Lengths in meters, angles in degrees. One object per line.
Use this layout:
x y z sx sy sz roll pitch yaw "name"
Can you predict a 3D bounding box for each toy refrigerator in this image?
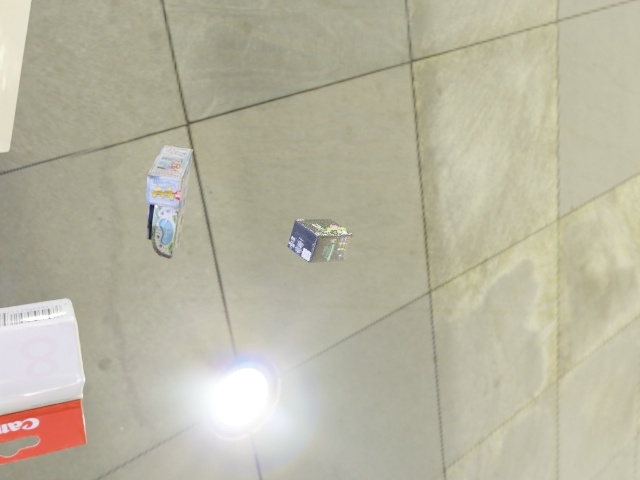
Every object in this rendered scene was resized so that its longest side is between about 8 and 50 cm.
-0.536 -0.281 1.075 0.094 0.102 0.270 -20 130 -61 "toy refrigerator"

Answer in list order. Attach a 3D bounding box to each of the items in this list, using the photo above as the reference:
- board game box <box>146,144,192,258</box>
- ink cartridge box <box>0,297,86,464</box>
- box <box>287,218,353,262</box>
-0.279 -0.072 1.236 0.060 0.194 0.194 8 97 -7 "board game box"
-0.367 0.186 0.779 0.189 0.066 0.232 -8 117 -22 "ink cartridge box"
0.000 0.000 1.122 0.083 0.062 0.052 -3 119 -44 "box"
